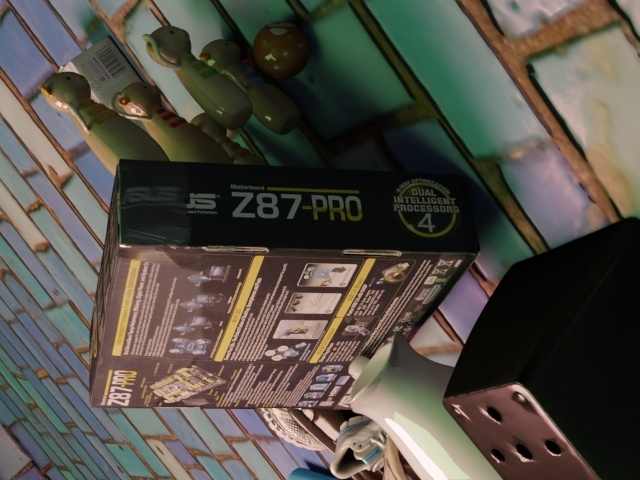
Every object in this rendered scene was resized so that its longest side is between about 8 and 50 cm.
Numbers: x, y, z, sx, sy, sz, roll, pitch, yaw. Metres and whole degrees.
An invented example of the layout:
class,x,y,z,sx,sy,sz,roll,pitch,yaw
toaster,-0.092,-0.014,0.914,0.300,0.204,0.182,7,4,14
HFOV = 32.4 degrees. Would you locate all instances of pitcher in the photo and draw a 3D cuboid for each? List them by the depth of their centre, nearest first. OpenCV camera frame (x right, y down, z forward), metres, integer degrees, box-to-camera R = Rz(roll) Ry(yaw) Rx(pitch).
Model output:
class,x,y,z,sx,sy,sz,roll,pitch,yaw
pitcher,0.122,0.175,1.059,0.207,0.125,0.178,35,175,-5

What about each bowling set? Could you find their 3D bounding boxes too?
class,x,y,z,sx,sy,sz,roll,pitch,yaw
bowling set,-0.106,-0.154,1.083,0.154,0.200,0.287,44,-165,19

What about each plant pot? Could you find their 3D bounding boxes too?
class,x,y,z,sx,sy,sz,roll,pitch,yaw
plant pot,0.217,0.121,0.922,0.188,0.167,0.187,52,152,-4

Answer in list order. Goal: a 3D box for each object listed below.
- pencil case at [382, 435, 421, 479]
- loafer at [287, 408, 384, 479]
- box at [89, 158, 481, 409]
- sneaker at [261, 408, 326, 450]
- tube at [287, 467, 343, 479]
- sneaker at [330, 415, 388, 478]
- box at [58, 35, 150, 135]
class,x,y,z,sx,sy,sz,roll,pitch,yaw
pencil case,0.158,0.332,1.274,0.183,0.160,0.410,8,143,6
loafer,0.055,0.250,1.408,0.220,0.080,0.078,40,116,-10
box,-0.060,0.065,1.099,0.395,0.318,0.097,116,151,-59
sneaker,-0.046,0.188,1.470,0.225,0.088,0.093,51,151,-5
tube,0.035,0.386,1.654,0.207,0.052,0.080,3,139,47
sneaker,0.082,0.230,1.293,0.071,0.083,0.190,45,126,-5
box,-0.194,-0.095,1.347,0.324,0.067,0.063,53,153,-10
